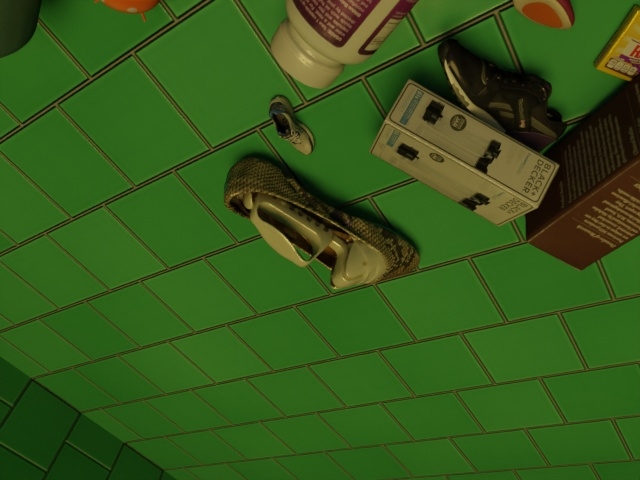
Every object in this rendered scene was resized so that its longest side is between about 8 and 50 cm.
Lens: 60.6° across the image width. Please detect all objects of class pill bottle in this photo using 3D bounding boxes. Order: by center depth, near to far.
[{"bbox_3d":[0.053,-0.379,0.826,0.169,0.169,0.301,34,132,-17],"label":"pill bottle"}]

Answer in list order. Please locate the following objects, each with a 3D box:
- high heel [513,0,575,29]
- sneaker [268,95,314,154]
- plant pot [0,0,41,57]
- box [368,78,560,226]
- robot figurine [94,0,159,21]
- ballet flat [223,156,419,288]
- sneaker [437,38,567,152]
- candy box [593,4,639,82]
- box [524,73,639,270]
[{"bbox_3d":[0.315,-0.418,0.809,0.244,0.117,0.082,25,179,-26],"label":"high heel"},{"bbox_3d":[-0.062,-0.216,1.087,0.052,0.058,0.135,-20,125,30],"label":"sneaker"},{"bbox_3d":[-0.551,-0.475,0.808,0.341,0.341,0.334,29,141,-13],"label":"plant pot"},{"bbox_3d":[0.242,-0.145,0.966,0.290,0.087,0.169,30,169,0],"label":"box"},{"bbox_3d":[-0.300,-0.460,0.871,0.128,0.158,0.219,49,135,16],"label":"robot figurine"},{"bbox_3d":[0.000,0.000,1.189,0.483,0.182,0.164,30,132,-14],"label":"ballet flat"},{"bbox_3d":[0.314,-0.257,0.930,0.124,0.107,0.283,-31,128,31],"label":"sneaker"},{"bbox_3d":[0.563,-0.289,0.875,0.206,0.027,0.105,18,133,-3],"label":"candy box"},{"bbox_3d":[0.516,-0.133,0.897,0.143,0.191,0.381,28,139,-14],"label":"box"}]
